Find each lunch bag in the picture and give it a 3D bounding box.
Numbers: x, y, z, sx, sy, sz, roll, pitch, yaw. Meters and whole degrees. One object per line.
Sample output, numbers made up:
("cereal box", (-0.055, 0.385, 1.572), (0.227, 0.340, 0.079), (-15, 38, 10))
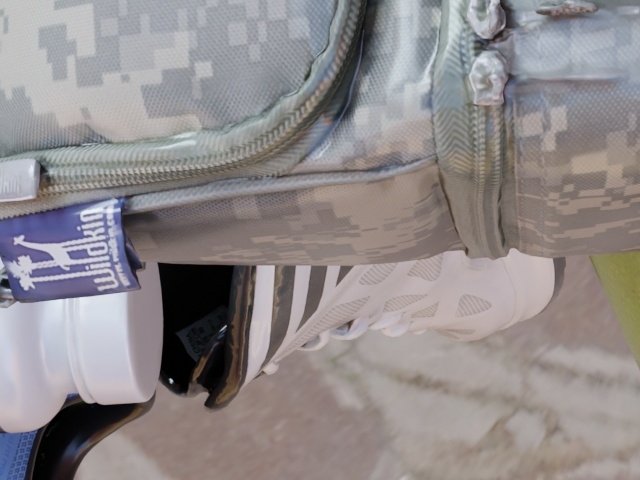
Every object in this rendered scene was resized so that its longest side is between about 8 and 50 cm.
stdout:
("lunch bag", (0.011, -0.135, 0.601), (0.256, 0.212, 0.305), (-3, 85, 8))

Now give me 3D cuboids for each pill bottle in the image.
("pill bottle", (-0.176, 0.039, 0.964), (0.186, 0.112, 0.112), (-2, 91, 7))

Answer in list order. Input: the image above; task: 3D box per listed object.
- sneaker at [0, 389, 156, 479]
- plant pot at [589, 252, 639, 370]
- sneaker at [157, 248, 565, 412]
("sneaker", (-0.219, 0.164, 1.104), (0.147, 0.130, 0.330), (36, 77, 16))
("plant pot", (0.186, -0.116, 0.821), (0.275, 0.275, 0.293), (-31, 113, 9))
("sneaker", (-0.001, -0.001, 1.174), (0.257, 0.447, 0.169), (-37, 69, -8))
